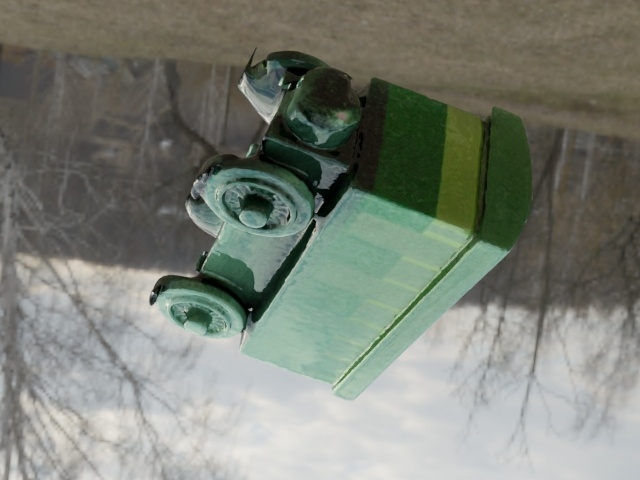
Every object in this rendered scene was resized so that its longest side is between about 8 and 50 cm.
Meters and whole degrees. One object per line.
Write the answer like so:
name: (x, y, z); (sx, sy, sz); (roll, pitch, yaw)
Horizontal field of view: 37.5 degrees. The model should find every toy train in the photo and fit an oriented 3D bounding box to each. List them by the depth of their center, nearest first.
toy train: (0.000, 0.000, 0.667); (0.202, 0.120, 0.301); (20, 145, -11)
